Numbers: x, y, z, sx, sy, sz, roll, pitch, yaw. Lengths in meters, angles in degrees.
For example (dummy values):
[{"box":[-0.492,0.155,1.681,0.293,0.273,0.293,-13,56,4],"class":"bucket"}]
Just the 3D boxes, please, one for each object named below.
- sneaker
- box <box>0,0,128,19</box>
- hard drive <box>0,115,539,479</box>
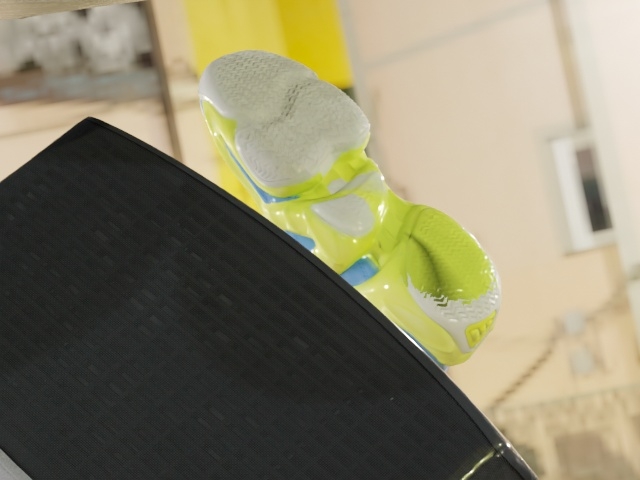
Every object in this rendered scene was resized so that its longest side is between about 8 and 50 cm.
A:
[{"box":[0.000,0.000,1.154,0.091,0.240,0.126,-20,-34,-34],"class":"sneaker"},{"box":[-0.124,-0.129,0.750,0.242,0.076,0.307,-4,4,33],"class":"box"},{"box":[-0.057,0.060,0.763,0.172,0.255,0.054,-40,-29,-24],"class":"hard drive"}]
